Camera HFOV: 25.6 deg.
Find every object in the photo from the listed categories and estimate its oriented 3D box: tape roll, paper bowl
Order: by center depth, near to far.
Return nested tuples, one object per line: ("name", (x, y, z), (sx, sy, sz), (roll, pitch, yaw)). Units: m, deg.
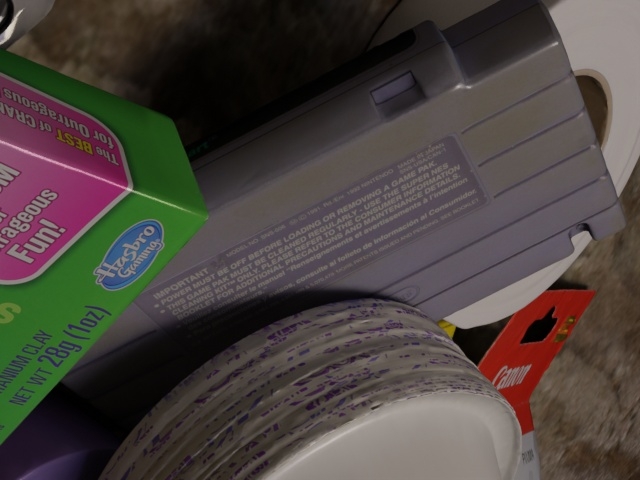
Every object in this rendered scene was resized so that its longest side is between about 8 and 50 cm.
("tape roll", (-0.196, 0.188, 0.878), (0.189, 0.080, 0.189), (-32, 140, -31))
("paper bowl", (0.004, 0.187, 0.881), (0.284, 0.148, 0.284), (-26, 144, -21))
("tape roll", (0.136, -0.080, 1.060), (0.286, 0.100, 0.286), (-31, 139, -33))

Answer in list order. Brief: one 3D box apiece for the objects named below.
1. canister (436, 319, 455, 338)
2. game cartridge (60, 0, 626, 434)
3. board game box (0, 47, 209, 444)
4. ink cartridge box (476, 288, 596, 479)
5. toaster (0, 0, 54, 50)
("canister", (0.038, 0.131, 1.135), (0.126, 0.073, 0.169), (-11, 124, -48))
("game cartridge", (0.000, 0.000, 0.861), (0.355, 0.068, 0.230), (-27, 142, 6))
("board game box", (-0.238, 0.004, 0.527), (0.317, 0.064, 0.242), (21, 123, -42))
("ink cartridge box", (0.163, 0.230, 1.303), (0.385, 0.091, 0.308), (-61, 161, 9))
("toaster", (-0.210, -0.130, 0.564), (0.186, 0.110, 0.168), (-44, 146, -19))
